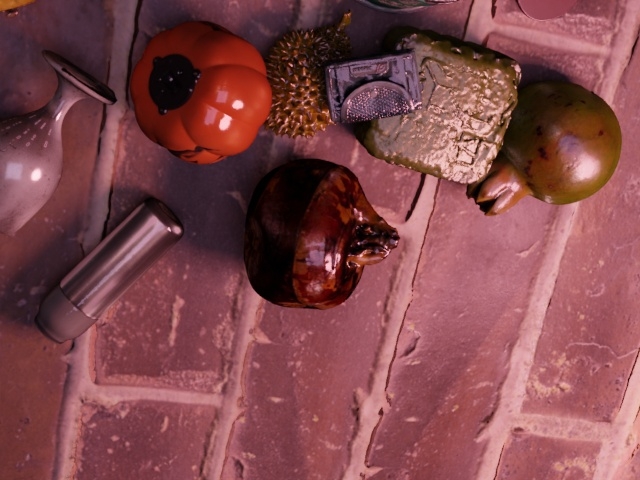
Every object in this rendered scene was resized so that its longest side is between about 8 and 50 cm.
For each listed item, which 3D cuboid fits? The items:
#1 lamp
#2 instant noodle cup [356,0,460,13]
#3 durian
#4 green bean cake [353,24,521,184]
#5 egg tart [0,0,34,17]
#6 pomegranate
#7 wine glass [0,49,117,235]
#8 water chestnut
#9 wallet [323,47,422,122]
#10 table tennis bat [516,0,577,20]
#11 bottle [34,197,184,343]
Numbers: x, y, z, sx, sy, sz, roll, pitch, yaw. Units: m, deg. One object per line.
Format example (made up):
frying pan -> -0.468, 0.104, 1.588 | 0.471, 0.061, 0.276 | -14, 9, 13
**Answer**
lamp -> -0.154, -0.196, 1.167 | 0.187, 0.164, 0.188 | -2, 84, 23
instant noodle cup -> 0.137, -0.417, 1.143 | 0.251, 0.190, 0.251 | -4, 110, -12
durian -> -0.009, -0.233, 1.228 | 0.146, 0.102, 0.208 | 35, 95, -16
green bean cake -> 0.169, -0.201, 1.273 | 0.214, 0.113, 0.201 | 15, 104, -16
egg tart -> -0.418, -0.384, 1.015 | 0.314, 0.315, 0.120 | -24, 73, -4
pomegranate -> 0.342, -0.139, 1.313 | 0.240, 0.159, 0.190 | -7, 109, -7
wine glass -> -0.388, -0.128, 1.162 | 0.126, 0.126, 0.241 | 35, 96, -22
water chestnut -> 0.000, 0.000, 1.246 | 0.238, 0.223, 0.224 | 10, 110, 18
wallet -> 0.072, -0.209, 1.184 | 0.129, 0.026, 0.088 | -9, 108, 1
table tennis bat -> 0.366, -0.393, 1.303 | 0.158, 0.014, 0.095 | -30, 112, 1
bottle -> -0.307, 0.048, 1.274 | 0.253, 0.079, 0.096 | -44, 152, 3
